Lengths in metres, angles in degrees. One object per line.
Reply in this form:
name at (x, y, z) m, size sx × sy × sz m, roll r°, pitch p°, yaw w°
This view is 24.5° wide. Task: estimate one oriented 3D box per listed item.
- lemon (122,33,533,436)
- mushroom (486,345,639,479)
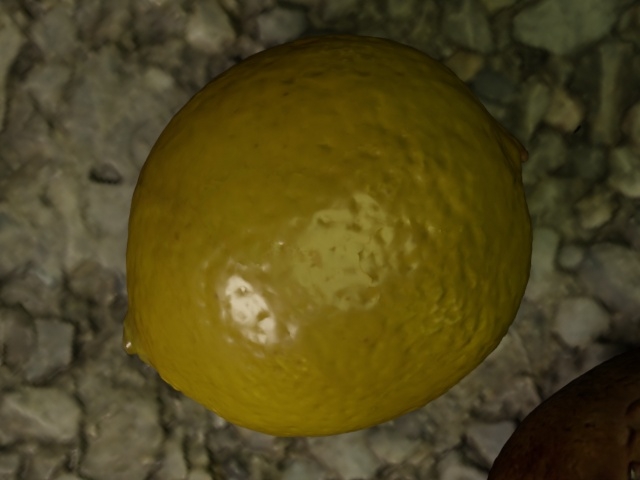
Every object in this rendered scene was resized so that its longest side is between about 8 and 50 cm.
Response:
lemon at (0.000, 0.000, 0.669) m, size 0.203 × 0.178 × 0.178 m, roll -26°, pitch 101°, yaw -1°
mushroom at (0.205, 0.188, 0.729) m, size 0.297 × 0.163 × 0.278 m, roll 44°, pitch 90°, yaw -13°
